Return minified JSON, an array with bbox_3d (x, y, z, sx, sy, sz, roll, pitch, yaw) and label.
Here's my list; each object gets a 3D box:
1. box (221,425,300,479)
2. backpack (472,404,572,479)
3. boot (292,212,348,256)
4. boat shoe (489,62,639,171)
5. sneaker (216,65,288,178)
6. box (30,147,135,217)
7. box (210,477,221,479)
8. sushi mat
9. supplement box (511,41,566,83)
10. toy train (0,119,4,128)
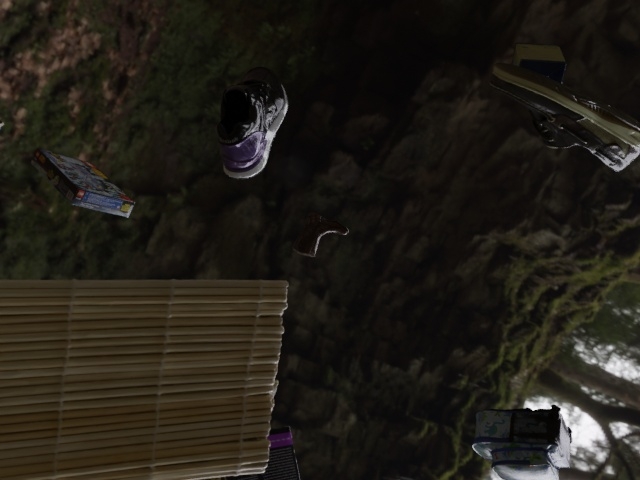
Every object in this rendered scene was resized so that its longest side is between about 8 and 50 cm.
[{"bbox_3d":[-0.077,0.341,1.012,0.029,0.116,0.162,-32,-116,42],"label":"box"},{"bbox_3d":[0.253,0.260,0.951,0.114,0.105,0.084,-1,-123,29],"label":"backpack"},{"bbox_3d":[0.000,0.000,1.702,0.037,0.106,0.114,106,6,-54],"label":"boot"},{"bbox_3d":[0.297,-0.144,0.903,0.080,0.223,0.073,-98,-148,-61],"label":"boat shoe"},{"bbox_3d":[-0.130,-0.257,1.400,0.107,0.124,0.283,-3,-131,11],"label":"sneaker"},{"bbox_3d":[-0.336,-0.082,1.052,0.137,0.094,0.027,36,-77,37],"label":"box"},{"bbox_3d":[-0.192,0.461,1.528,0.058,0.087,0.232,-69,-163,-10],"label":"box"},{"bbox_3d":[-0.167,0.099,0.489,0.019,0.316,0.151,14,-79,60],"label":"sushi mat"},{"bbox_3d":[0.406,-0.326,1.396,0.083,0.083,0.056,-83,177,-52],"label":"supplement box"},{"bbox_3d":[-0.405,-0.155,0.820,0.158,0.036,0.027,33,-121,20],"label":"toy train"}]
